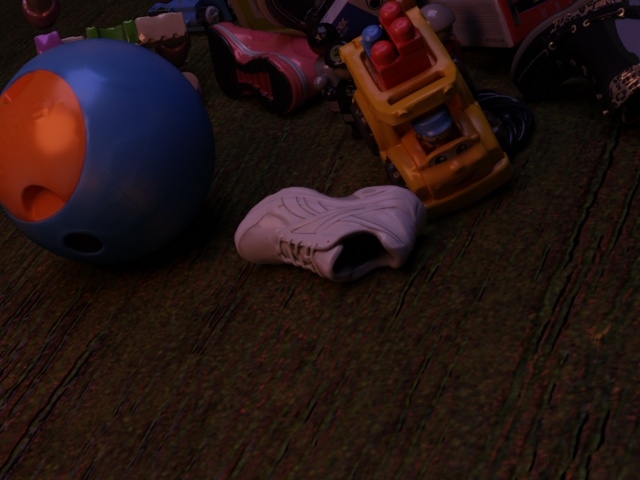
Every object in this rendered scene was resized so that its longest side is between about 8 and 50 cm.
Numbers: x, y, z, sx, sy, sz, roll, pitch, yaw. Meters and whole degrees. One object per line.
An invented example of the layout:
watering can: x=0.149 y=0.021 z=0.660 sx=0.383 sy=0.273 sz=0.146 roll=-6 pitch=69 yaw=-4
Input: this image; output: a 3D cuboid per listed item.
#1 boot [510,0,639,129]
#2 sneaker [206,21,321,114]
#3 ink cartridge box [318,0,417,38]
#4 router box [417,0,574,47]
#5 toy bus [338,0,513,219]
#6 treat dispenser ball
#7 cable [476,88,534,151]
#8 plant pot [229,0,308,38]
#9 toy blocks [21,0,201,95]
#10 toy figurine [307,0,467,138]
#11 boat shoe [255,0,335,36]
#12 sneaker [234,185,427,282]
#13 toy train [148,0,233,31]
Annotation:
boot: x=0.339 y=-0.209 z=1.312 sx=0.236 sy=0.085 sz=0.178 roll=-42 pitch=47 yaw=45
sneaker: x=-0.079 y=-0.293 z=1.734 sx=0.136 sy=0.116 sz=0.314 roll=-22 pitch=35 yaw=-25
ink cartridge box: x=0.086 y=-0.370 z=1.620 sx=0.207 sy=0.097 sz=0.046 roll=-49 pitch=31 yaw=38
router box: x=0.314 y=-0.394 z=1.595 sx=0.301 sy=0.082 sz=0.335 roll=-28 pitch=19 yaw=-13
toy bus: x=0.115 y=-0.167 z=1.223 sx=0.149 sy=0.211 sz=0.220 roll=-27 pitch=57 yaw=2
treat dispenser ball: x=-0.279 y=-0.113 z=1.345 sx=0.288 sy=0.288 sz=0.288 roll=-15 pitch=30 yaw=9
cable: x=0.201 y=-0.150 z=1.357 sx=0.151 sy=0.047 sz=0.184 roll=5 pitch=37 yaw=37
plant pot: x=-0.050 y=-0.483 z=1.902 sx=0.228 sy=0.227 sz=0.207 roll=5 pitch=44 yaw=36
toy blocks: x=-0.362 y=-0.310 z=1.854 sx=0.289 sy=0.308 sz=0.260 roll=-13 pitch=-5 yaw=-11
toy figurine: x=0.091 y=-0.266 z=1.515 sx=0.213 sy=0.148 sz=0.209 roll=-23 pitch=29 yaw=-4
boat shoe: x=-0.007 y=-0.382 z=1.708 sx=0.092 sy=0.102 sz=0.285 roll=6 pitch=-5 yaw=28
sneaker: x=0.000 y=0.000 z=1.192 sx=0.232 sy=0.090 sz=0.115 roll=-8 pitch=35 yaw=22
toy train: x=-0.260 y=-0.473 z=2.155 sx=0.184 sy=0.080 sz=0.105 roll=6 pitch=48 yaw=35
